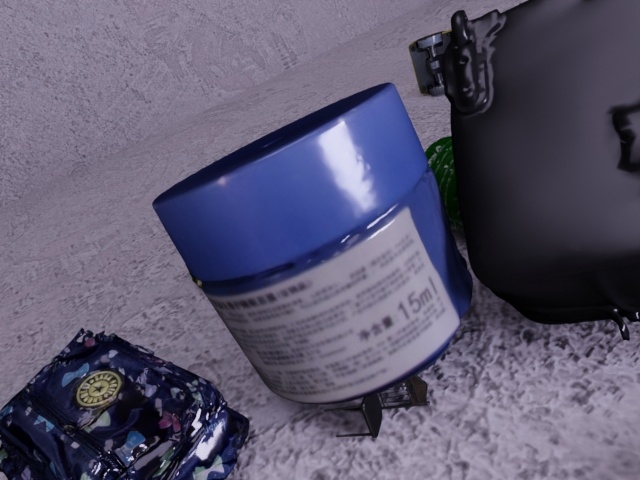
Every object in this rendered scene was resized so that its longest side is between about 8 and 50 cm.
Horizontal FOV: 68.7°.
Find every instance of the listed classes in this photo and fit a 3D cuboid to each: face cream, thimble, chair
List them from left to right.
[{"bbox_3d":[0.000,0.000,0.466,0.249,0.224,0.249,-23,18,8],"label":"face cream"},{"bbox_3d":[0.049,0.144,0.404,0.086,0.037,0.042,-17,16,19],"label":"chair"},{"bbox_3d":[0.186,-0.075,0.612,0.090,0.118,0.130,24,79,49],"label":"thimble"}]

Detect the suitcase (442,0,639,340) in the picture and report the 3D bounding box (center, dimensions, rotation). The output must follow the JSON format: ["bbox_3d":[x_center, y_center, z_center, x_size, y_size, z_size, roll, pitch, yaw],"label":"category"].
[{"bbox_3d":[0.291,-0.094,0.384,0.346,0.188,0.338,-15,58,32],"label":"suitcase"}]

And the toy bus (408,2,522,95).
[{"bbox_3d":[0.388,-0.452,1.101,0.331,0.144,0.152,-1,30,38],"label":"toy bus"}]

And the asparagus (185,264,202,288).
[{"bbox_3d":[-0.200,0.051,0.763,0.025,0.021,0.108,-28,28,-13],"label":"asparagus"}]

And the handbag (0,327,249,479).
[{"bbox_3d":[-0.198,0.180,0.440,0.261,0.113,0.162,13,50,37],"label":"handbag"}]
